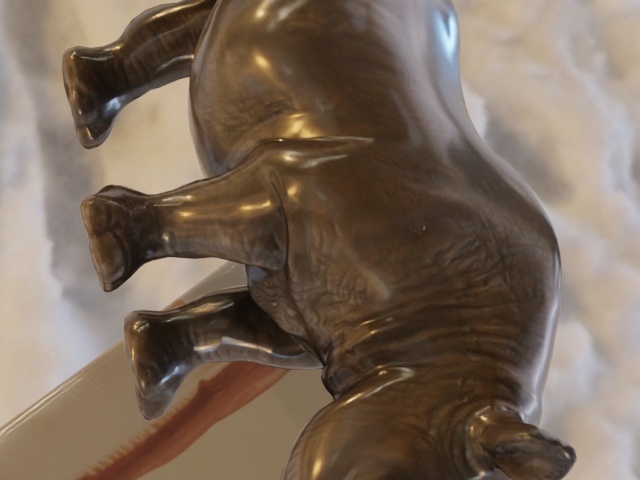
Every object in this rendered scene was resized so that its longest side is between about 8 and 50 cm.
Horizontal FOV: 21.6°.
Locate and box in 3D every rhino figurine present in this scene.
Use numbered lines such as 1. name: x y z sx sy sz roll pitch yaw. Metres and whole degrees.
1. rhino figurine: 0.000 0.000 0.404 0.106 0.073 0.243 -16 57 -4

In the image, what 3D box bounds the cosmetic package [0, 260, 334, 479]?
1. cosmetic package: -0.068 0.134 0.763 0.129 0.153 0.296 37 48 19
